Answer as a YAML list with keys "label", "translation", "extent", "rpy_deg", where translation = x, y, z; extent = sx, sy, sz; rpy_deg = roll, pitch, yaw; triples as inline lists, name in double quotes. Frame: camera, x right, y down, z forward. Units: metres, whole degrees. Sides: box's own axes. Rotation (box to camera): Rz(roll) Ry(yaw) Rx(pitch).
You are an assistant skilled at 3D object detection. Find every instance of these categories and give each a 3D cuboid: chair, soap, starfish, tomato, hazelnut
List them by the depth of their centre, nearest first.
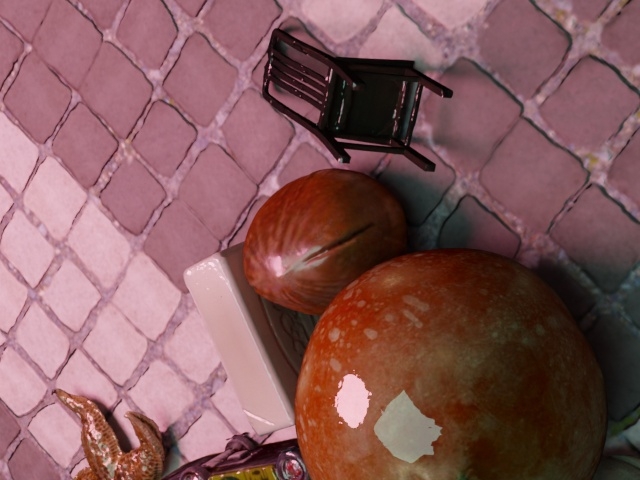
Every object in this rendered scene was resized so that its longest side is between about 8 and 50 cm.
- label: "tomato"
  translation: [0.111, 0.146, 0.966]
  extent: [0.270, 0.222, 0.270]
  rpy_deg: [1, 104, 5]
- label: "chair"
  translation: [0.027, -0.139, 1.072]
  extent: [0.212, 0.102, 0.084]
  rpy_deg: [-133, 51, -58]
- label: "hazelnut"
  translation: [0.000, 0.000, 1.074]
  extent: [0.150, 0.150, 0.150]
  rpy_deg: [8, 106, 29]
- label: "soap"
  translation: [-0.051, 0.090, 1.140]
  extent: [0.064, 0.121, 0.183]
  rpy_deg: [-25, 90, 34]
- label: "starfish"
  translation: [-0.242, 0.298, 1.345]
  extent: [0.277, 0.062, 0.235]
  rpy_deg: [48, 124, 15]

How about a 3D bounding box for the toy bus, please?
- label: "toy bus"
  translation: [-0.045, 0.275, 1.195]
  extent: [0.302, 0.113, 0.139]
  rpy_deg: [-17, 93, 36]

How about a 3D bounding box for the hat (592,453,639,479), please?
- label: "hat"
  translation: [0.241, 0.310, 0.978]
  extent: [0.214, 0.244, 0.149]
  rpy_deg: [-20, 111, 32]
